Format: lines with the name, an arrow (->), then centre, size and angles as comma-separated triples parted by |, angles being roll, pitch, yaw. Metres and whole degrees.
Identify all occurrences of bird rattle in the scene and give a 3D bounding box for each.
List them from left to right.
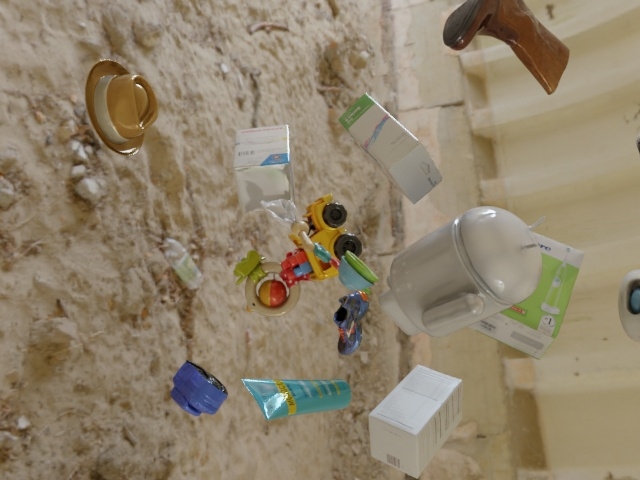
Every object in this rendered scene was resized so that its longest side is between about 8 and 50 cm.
bird rattle -> -0.130, 0.120, 1.611 | 0.143, 0.253, 0.207 | -145, -121, -81

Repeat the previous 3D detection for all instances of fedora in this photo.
fedora -> -0.379, -0.266, 1.090 | 0.194, 0.079, 0.194 | -7, 90, -71

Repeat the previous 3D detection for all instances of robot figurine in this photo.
robot figurine -> 0.281, 0.064, 1.090 | 0.200, 0.353, 0.300 | 44, 37, -14

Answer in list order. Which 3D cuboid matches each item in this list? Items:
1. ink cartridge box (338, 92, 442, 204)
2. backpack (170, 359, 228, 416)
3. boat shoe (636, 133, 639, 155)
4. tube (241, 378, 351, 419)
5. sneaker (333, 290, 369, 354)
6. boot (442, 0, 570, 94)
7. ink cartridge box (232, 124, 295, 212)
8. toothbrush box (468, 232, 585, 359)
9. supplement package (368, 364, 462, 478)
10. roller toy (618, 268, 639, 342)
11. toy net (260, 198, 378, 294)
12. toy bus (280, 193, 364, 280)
ink cartridge box -> 0.153, -0.200, 1.200 | 0.154, 0.093, 0.212 | 40, 9, -50
backpack -> -0.276, 0.351, 1.266 | 0.098, 0.120, 0.101 | 45, 71, -43
boat shoe -> 0.790, -0.151, 1.269 | 0.228, 0.080, 0.076 | 43, 71, -28
tube -> -0.033, 0.257, 0.905 | 0.207, 0.080, 0.052 | 13, 112, -47
sneaker -> 0.074, 0.241, 1.615 | 0.083, 0.087, 0.221 | -133, -135, -54
boot -> 0.402, -0.413, 1.172 | 0.280, 0.096, 0.264 | 43, 56, -19
ink cartridge box -> -0.171, -0.227, 1.712 | 0.233, 0.171, 0.168 | -95, 179, -50
toothbrush box -> 0.506, 0.119, 1.375 | 0.283, 0.206, 0.122 | -55, 160, -32
supplement package -> 0.247, 0.449, 1.395 | 0.244, 0.139, 0.134 | -29, 123, -44
roller toy -> 0.849, 0.165, 1.387 | 0.209, 0.146, 0.191 | -31, 105, -35
toy net -> 0.000, 0.000, 0.904 | 0.232, 0.045, 0.122 | 43, 8, 11
toy bus -> -0.016, 0.009, 1.491 | 0.220, 0.211, 0.149 | 67, -12, -2
